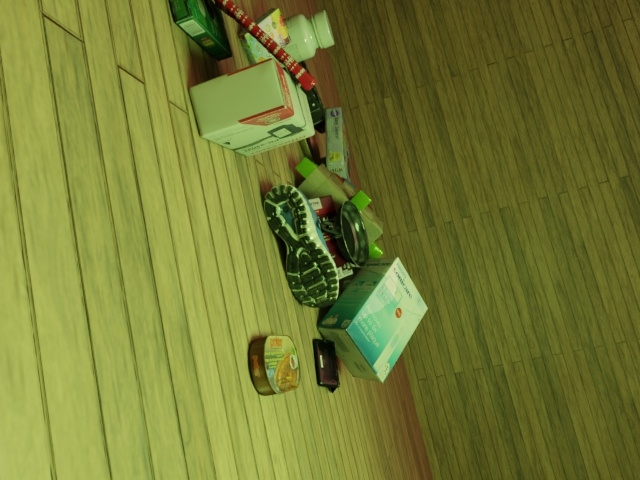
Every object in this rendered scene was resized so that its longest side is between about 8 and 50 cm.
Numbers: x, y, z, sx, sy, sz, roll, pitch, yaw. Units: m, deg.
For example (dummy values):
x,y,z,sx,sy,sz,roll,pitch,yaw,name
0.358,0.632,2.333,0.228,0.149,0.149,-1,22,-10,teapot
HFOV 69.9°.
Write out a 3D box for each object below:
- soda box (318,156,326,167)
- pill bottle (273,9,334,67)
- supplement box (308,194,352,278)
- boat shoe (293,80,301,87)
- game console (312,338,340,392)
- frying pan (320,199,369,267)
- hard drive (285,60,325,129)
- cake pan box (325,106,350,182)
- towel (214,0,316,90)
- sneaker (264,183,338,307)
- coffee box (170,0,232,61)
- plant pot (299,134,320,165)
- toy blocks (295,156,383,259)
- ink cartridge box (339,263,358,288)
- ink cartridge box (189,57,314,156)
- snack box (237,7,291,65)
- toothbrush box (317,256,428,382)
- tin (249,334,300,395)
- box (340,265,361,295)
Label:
x,y,z,sx,sy,sz,roll,pitch,yaw,name
0.011,-0.254,1.782,0.181,0.061,0.058,-89,160,-51,soda box
-0.080,-0.617,1.408,0.131,0.229,0.131,-14,90,-78,pill bottle
0.000,0.000,1.303,0.130,0.073,0.240,-18,93,-48,supplement box
-0.118,-0.501,1.557,0.064,0.075,0.206,28,32,-8,boat shoe
0.008,0.332,1.208,0.107,0.071,0.122,19,51,-39,game console
0.069,0.003,1.261,0.326,0.053,0.197,-42,115,-62,frying pan
-0.058,-0.589,1.765,0.339,0.064,0.237,66,11,-2,hard drive
0.067,-0.317,1.714,0.267,0.070,0.246,68,22,-65,cake pan box
-0.118,-0.406,0.927,0.274,0.031,0.199,39,13,-15,towel
-0.029,0.010,1.148,0.147,0.129,0.330,-51,125,-72,sneaker
-0.244,-0.455,0.933,0.184,0.040,0.113,-2,76,-77,coffee box
-0.052,-0.392,1.736,0.236,0.032,0.237,-15,90,-79,plant pot
0.075,-0.125,1.538,0.381,0.191,0.261,43,17,-5,toy blocks
0.077,0.049,1.664,0.153,0.086,0.208,-92,163,-45,ink cartridge box
-0.124,-0.256,0.927,0.237,0.171,0.100,-8,83,-78,ink cartridge box
-0.153,-0.565,1.282,0.141,0.037,0.100,-48,136,-21,snack box
0.160,0.223,1.336,0.295,0.126,0.216,-48,117,-34,toothbrush box
-0.083,0.233,0.866,0.189,0.040,0.106,39,42,-70,tin
0.133,0.239,1.539,0.307,0.076,0.243,47,52,-65,box
